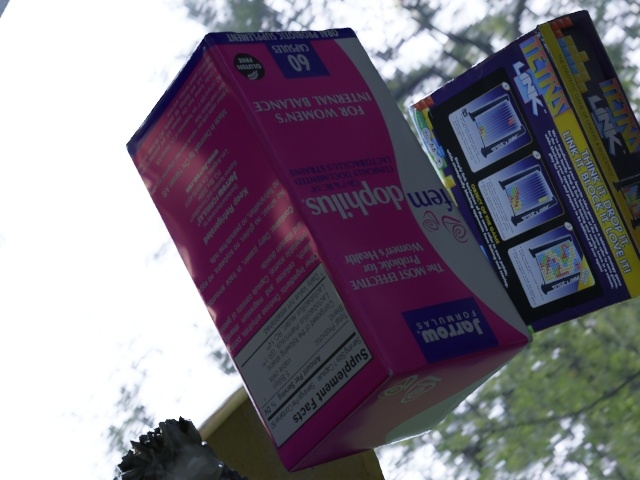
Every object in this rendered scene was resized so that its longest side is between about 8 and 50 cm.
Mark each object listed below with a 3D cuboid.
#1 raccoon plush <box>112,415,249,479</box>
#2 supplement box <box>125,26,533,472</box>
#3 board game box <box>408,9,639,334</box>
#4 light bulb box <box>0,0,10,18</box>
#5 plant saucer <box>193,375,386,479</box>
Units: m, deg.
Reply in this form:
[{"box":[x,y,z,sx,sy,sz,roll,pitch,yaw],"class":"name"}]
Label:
[{"box":[-0.183,0.242,0.645,0.446,0.216,0.299,-1,-100,-31],"class":"raccoon plush"},{"box":[0.000,0.000,0.813,0.111,0.114,0.220,-10,-116,-41],"class":"supplement box"},{"box":[0.140,-0.036,0.906,0.048,0.141,0.170,-21,-94,-36],"class":"board game box"},{"box":[-0.360,-0.388,1.196,0.358,0.361,0.225,23,-125,-17],"class":"light bulb box"},{"box":[-0.069,0.272,0.933,0.333,0.081,0.333,-44,-56,-39],"class":"plant saucer"}]
